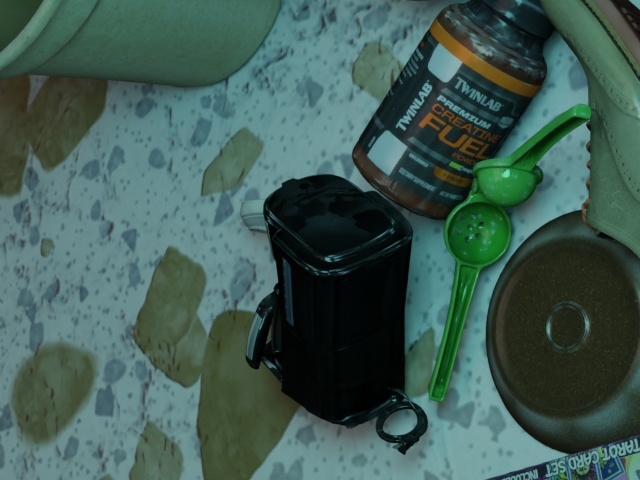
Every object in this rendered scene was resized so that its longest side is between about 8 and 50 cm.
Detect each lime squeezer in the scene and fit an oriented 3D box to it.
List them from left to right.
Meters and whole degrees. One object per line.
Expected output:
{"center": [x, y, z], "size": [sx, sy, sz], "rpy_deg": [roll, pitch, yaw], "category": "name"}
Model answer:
{"center": [0.136, -0.017, 1.381], "size": [0.059, 0.110, 0.310], "rpy_deg": [23, 128, -1], "category": "lime squeezer"}

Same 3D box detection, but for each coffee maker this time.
{"center": [0.027, 0.055, 1.435], "size": [0.171, 0.120, 0.178], "rpy_deg": [23, 137, 23], "category": "coffee maker"}

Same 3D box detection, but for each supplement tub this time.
{"center": [0.116, -0.122, 1.430], "size": [0.106, 0.106, 0.198], "rpy_deg": [47, 114, 36], "category": "supplement tub"}

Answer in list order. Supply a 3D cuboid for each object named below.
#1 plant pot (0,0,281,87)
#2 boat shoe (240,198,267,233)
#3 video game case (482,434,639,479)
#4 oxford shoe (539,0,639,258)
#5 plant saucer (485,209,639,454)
{"center": [-0.207, -0.279, 1.611], "size": [0.334, 0.305, 0.333], "rpy_deg": [-8, 79, 41], "category": "plant pot"}
{"center": [0.000, 0.000, 1.549], "size": [0.184, 0.066, 0.063], "rpy_deg": [9, 88, 33], "category": "boat shoe"}
{"center": [0.217, 0.266, 1.318], "size": [0.232, 0.042, 0.210], "rpy_deg": [-22, 70, 37], "category": "video game case"}
{"center": [0.233, -0.069, 1.296], "size": [0.130, 0.123, 0.348], "rpy_deg": [-38, 59, 23], "category": "oxford shoe"}
{"center": [0.203, 0.070, 1.368], "size": [0.199, 0.036, 0.198], "rpy_deg": [-9, 76, 41], "category": "plant saucer"}
